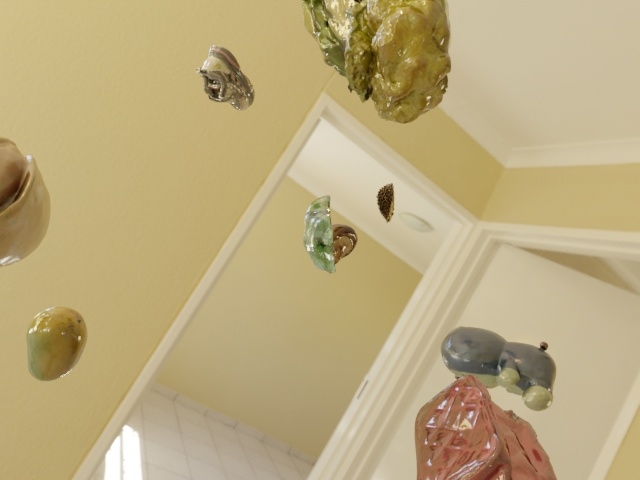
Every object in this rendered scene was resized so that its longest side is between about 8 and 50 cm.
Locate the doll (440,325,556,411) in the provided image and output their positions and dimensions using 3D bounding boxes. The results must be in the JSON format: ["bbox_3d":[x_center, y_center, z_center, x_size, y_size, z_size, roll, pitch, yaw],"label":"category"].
[{"bbox_3d":[0.404,0.288,1.101,0.258,0.154,0.228,7,-9,31],"label":"doll"}]

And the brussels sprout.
[{"bbox_3d":[0.176,-0.580,1.271,0.360,0.343,0.425,-7,48,-51],"label":"brussels sprout"}]

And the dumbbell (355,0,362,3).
[{"bbox_3d":[0.174,-0.623,0.906,0.204,0.322,0.204,53,24,-38],"label":"dumbbell"}]

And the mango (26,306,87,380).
[{"bbox_3d":[-0.757,0.302,1.359,0.156,0.251,0.114,16,16,-19],"label":"mango"}]

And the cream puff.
[{"bbox_3d":[0.133,-0.358,0.918,0.282,0.185,0.282,166,-90,-88],"label":"cream puff"}]

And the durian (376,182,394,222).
[{"bbox_3d":[0.199,-0.119,1.450,0.052,0.131,0.066,2,-18,19],"label":"durian"}]

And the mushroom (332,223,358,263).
[{"bbox_3d":[0.044,0.008,1.268,0.087,0.127,0.127,56,7,32],"label":"mushroom"}]

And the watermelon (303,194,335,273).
[{"bbox_3d":[0.000,0.000,1.073,0.070,0.187,0.139,-6,-25,5],"label":"watermelon"}]

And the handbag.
[{"bbox_3d":[0.216,0.297,0.645,0.135,0.146,0.225,44,14,-1],"label":"handbag"}]

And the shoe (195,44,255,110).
[{"bbox_3d":[-0.233,-0.379,1.168,0.089,0.092,0.180,19,-26,32],"label":"shoe"}]

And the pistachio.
[{"bbox_3d":[-0.445,-0.047,0.631,0.162,0.182,0.293,34,-20,-20],"label":"pistachio"}]
